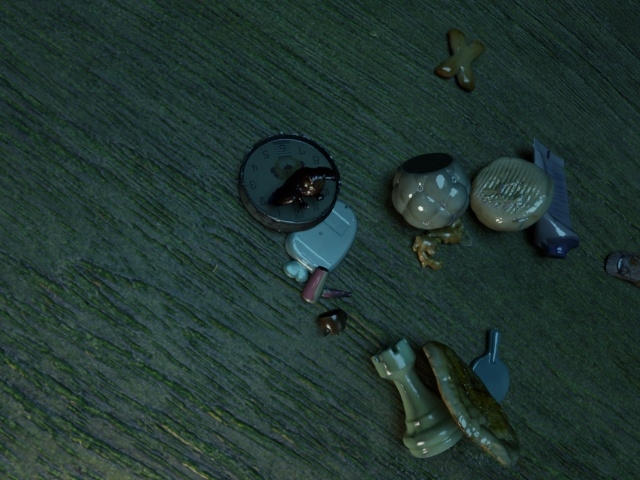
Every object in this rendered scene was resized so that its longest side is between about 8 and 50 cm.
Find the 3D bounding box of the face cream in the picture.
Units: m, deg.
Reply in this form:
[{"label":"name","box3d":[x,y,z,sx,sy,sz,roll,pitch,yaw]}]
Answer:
[{"label":"face cream","box3d":[0.834,-0.140,1.618,0.235,0.137,0.420,17,69,-34]}]

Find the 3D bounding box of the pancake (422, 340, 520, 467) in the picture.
[{"label":"pancake","box3d":[0.414,0.433,1.251,0.082,0.387,0.387,-43,94,15]}]

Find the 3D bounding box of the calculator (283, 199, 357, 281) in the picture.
[{"label":"calculator","box3d":[0.000,0.000,1.373,0.184,0.042,0.295,39,70,-6]}]

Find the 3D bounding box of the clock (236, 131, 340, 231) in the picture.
[{"label":"clock","box3d":[-0.091,-0.179,1.350,0.313,0.061,0.312,4,70,-12]}]

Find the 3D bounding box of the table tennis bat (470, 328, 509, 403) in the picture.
[{"label":"table tennis bat","box3d":[0.553,0.410,1.468,0.153,0.040,0.244,14,79,-15]}]

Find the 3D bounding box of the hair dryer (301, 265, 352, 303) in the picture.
[{"label":"hair dryer","box3d":[0.029,0.143,1.347,0.154,0.054,0.106,22,104,-33]}]

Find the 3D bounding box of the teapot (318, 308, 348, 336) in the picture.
[{"label":"teapot","box3d":[0.043,0.242,1.326,0.121,0.076,0.068,-22,97,-50]}]

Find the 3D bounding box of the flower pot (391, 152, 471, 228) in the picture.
[{"label":"flower pot","box3d":[0.344,-0.152,1.411,0.246,0.246,0.195,-26,119,-20]}]

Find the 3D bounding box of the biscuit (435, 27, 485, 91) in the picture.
[{"label":"biscuit","box3d":[0.521,-0.670,1.671,0.164,0.047,0.208,23,74,-11]}]

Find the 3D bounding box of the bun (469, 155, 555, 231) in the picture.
[{"label":"bun","box3d":[0.637,-0.149,1.529,0.273,0.168,0.273,-8,65,18]}]

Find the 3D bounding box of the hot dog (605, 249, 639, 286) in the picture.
[{"label":"hot dog","box3d":[1.197,0.108,1.715,0.253,0.069,0.131,14,84,-11]}]

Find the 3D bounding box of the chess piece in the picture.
[{"label":"chess piece","box3d":[0.270,0.440,1.306,0.194,0.194,0.299,-26,79,-20]}]

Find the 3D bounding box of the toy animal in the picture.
[{"label":"toy animal","box3d":[-0.044,-0.162,1.223,0.218,0.179,0.116,-25,79,-19]}]

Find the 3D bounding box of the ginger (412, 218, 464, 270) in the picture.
[{"label":"ginger","box3d":[0.389,0.001,1.490,0.176,0.052,0.193,12,77,-20]}]
